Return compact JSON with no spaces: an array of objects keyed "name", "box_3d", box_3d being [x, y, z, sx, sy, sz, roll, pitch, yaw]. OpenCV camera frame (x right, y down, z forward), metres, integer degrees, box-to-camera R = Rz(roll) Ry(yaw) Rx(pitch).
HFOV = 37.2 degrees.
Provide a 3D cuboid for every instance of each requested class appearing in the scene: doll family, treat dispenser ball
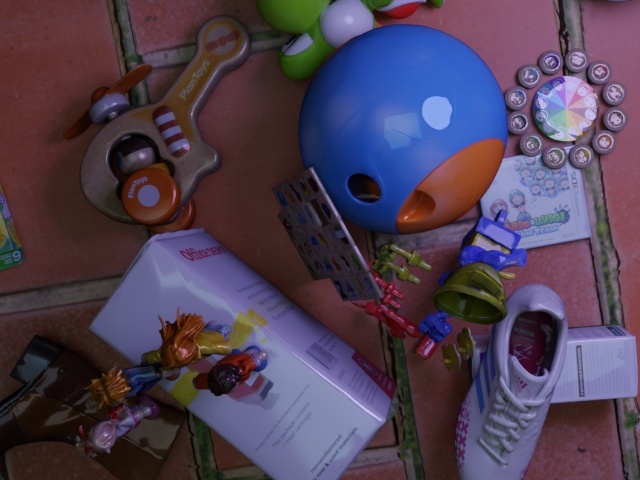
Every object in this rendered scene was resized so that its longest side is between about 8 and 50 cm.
[{"name":"doll family","box_3d":[-0.196,0.158,1.134,0.263,0.163,0.118,-27,88,10]},{"name":"treat dispenser ball","box_3d":[0.112,-0.151,1.312,0.288,0.288,0.288,0,95,3]}]

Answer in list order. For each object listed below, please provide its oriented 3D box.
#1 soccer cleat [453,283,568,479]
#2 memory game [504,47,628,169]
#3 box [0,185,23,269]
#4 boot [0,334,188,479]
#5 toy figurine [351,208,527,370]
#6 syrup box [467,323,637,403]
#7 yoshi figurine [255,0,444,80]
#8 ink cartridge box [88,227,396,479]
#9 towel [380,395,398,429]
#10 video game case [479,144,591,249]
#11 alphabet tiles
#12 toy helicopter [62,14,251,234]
[{"name":"soccer cleat","box_3d":[0.260,0.221,1.316,0.116,0.143,0.331,13,96,2]},{"name":"memory game","box_3d":[0.368,-0.196,1.421,0.186,0.012,0.186,0,88,4]},{"name":"box","box_3d":[-0.540,-0.034,1.484,0.105,0.043,0.179,-18,96,5]},{"name":"boot","box_3d":[-0.388,0.321,1.503,0.280,0.096,0.264,32,89,-7]},{"name":"toy figurine","box_3d":[0.194,0.021,1.333,0.191,0.362,0.217,35,73,7]},{"name":"syrup box","box_3d":[0.343,0.187,1.427,0.237,0.093,0.096,-4,95,4]},{"name":"yoshi figurine","box_3d":[0.050,-0.393,1.354,0.362,0.203,0.203,-42,76,8]},{"name":"ink cartridge box","box_3d":[-0.095,0.165,1.344,0.385,0.279,0.160,39,97,5]},{"name":"towel","box_3d":[0.041,0.276,1.487,0.110,0.027,0.148,40,96,-1]},{"name":"video game case","box_3d":[0.321,-0.061,1.443,0.157,0.019,0.143,-10,94,4]},{"name":"alphabet tiles","box_3d":[0.000,0.000,1.365,0.009,0.237,0.198,-31,95,-17]},{"name":"toy helicopter","box_3d":[-0.236,-0.193,1.429,0.235,0.140,0.355,33,86,9]}]
